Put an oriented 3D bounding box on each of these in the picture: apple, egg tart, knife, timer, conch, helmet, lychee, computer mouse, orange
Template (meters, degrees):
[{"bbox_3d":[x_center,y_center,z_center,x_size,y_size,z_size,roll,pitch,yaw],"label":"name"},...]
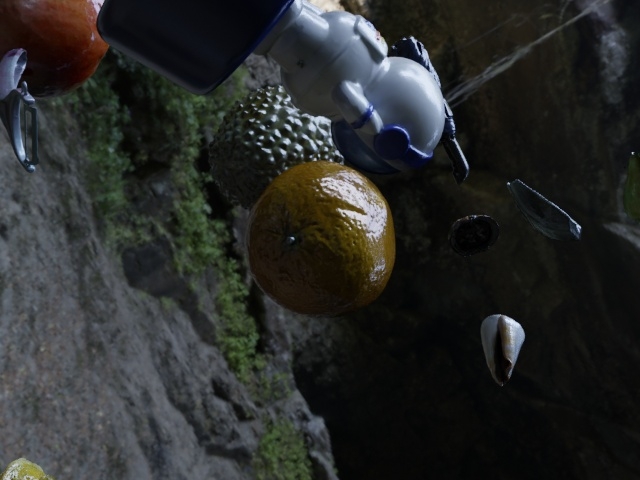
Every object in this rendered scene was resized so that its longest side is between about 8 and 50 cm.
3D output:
[{"bbox_3d":[-0.505,-0.349,1.204,0.293,0.251,0.163,-19,-102,45],"label":"apple"},{"bbox_3d":[-0.596,0.538,1.348,0.191,0.074,0.191,-5,90,-82],"label":"egg tart"},{"bbox_3d":[-0.439,-0.221,0.949,0.278,0.053,0.123,57,-43,45],"label":"knife"},{"bbox_3d":[-0.013,-0.212,0.729,0.383,0.270,0.270,38,-11,-21],"label":"timer"},{"bbox_3d":[0.392,0.228,1.447,0.094,0.176,0.104,44,-47,-8],"label":"conch"},{"bbox_3d":[0.371,-0.018,1.626,0.070,0.123,0.098,-101,165,-71],"label":"helmet"},{"bbox_3d":[0.650,-0.094,1.317,0.079,0.095,0.201,19,-51,45],"label":"conch"},{"bbox_3d":[-0.078,-0.160,1.232,0.255,0.255,0.274,60,19,-9],"label":"lychee"},{"bbox_3d":[0.512,-0.064,1.550,0.126,0.071,0.231,21,20,-49],"label":"computer mouse"},{"bbox_3d":[0.000,0.000,1.051,0.264,0.264,0.264,49,-19,24],"label":"orange"}]

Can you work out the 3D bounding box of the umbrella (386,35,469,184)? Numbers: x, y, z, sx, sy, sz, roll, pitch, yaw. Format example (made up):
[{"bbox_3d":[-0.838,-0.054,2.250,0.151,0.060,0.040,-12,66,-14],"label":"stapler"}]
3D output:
[{"bbox_3d":[0.179,-0.206,1.057,0.248,0.071,0.071,57,-17,-16],"label":"umbrella"}]
